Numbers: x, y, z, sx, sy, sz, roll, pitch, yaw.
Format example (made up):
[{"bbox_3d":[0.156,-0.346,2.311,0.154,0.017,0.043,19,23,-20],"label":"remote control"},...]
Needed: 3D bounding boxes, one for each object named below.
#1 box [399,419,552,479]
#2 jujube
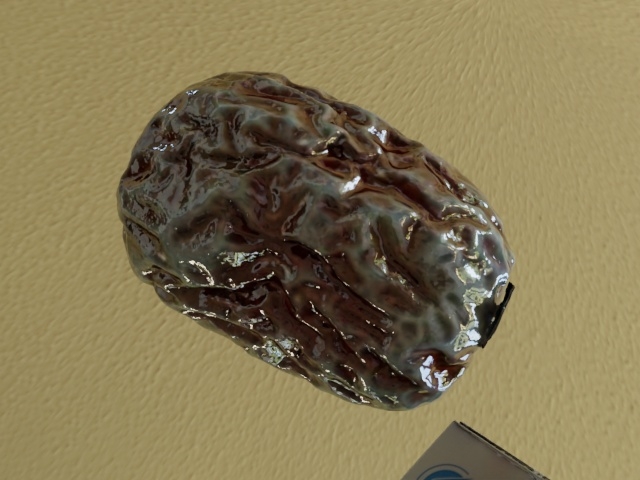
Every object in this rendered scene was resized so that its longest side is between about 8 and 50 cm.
[{"bbox_3d":[0.068,0.315,1.062,0.200,0.065,0.343,30,-112,37],"label":"box"},{"bbox_3d":[0.000,0.000,1.137,0.317,0.226,0.226,27,-77,10],"label":"jujube"}]
